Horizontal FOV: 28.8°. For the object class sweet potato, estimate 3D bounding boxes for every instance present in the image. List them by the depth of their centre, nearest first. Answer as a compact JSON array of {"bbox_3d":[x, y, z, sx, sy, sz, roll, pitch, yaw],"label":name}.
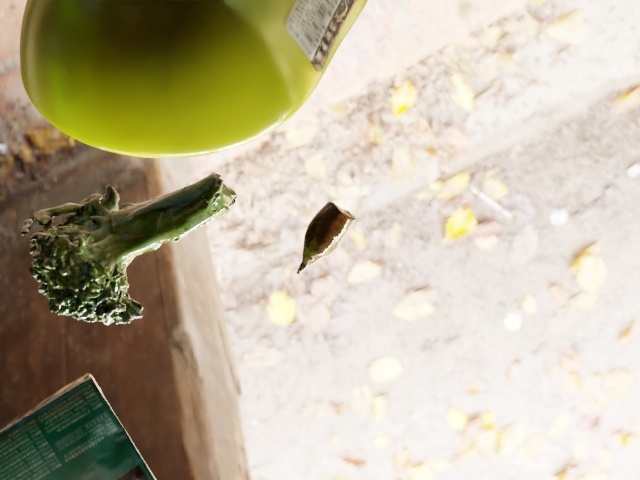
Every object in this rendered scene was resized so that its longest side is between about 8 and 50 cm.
[{"bbox_3d":[0.000,0.000,1.567,0.049,0.049,0.117,21,119,-25],"label":"sweet potato"}]

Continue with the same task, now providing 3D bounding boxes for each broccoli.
[{"bbox_3d":[-0.243,-0.007,1.610,0.275,0.198,0.177,-35,111,-7],"label":"broccoli"}]

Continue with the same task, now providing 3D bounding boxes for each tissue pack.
[{"bbox_3d":[-0.163,0.141,0.736,0.111,0.079,0.085,-32,95,-11],"label":"tissue pack"}]

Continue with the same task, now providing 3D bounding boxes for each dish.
[{"bbox_3d":[-0.087,-0.183,0.833,0.262,0.221,0.108,-52,149,-28],"label":"dish"}]
